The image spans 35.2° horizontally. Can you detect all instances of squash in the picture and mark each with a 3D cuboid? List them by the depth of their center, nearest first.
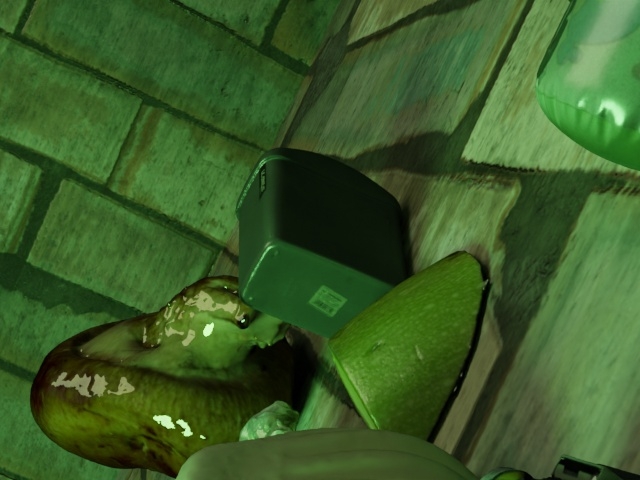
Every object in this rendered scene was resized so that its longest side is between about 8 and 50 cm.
[{"bbox_3d":[0.058,0.080,0.858,0.184,0.085,0.192,-65,13,1],"label":"squash"}]

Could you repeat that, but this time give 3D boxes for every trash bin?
[{"bbox_3d":[0.000,0.000,1.065,0.101,0.177,0.236,-59,16,25],"label":"trash bin"}]

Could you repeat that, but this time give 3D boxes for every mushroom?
[{"bbox_3d":[-0.165,0.148,1.225,0.345,0.346,0.259,-114,25,-75],"label":"mushroom"}]

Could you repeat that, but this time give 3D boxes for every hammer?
[{"bbox_3d":[0.211,-0.167,0.659,0.206,0.119,0.335,-61,5,15],"label":"hammer"}]

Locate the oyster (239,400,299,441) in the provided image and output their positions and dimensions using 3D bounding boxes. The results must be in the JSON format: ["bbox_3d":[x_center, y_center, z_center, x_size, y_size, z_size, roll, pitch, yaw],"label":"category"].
[{"bbox_3d":[-0.048,0.272,0.839,0.198,0.112,0.267,-60,19,15],"label":"oyster"}]

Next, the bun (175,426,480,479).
[{"bbox_3d":[-0.025,0.201,0.592,0.263,0.175,0.263,-41,13,12],"label":"bun"}]

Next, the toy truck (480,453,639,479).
[{"bbox_3d":[0.096,0.187,0.454,0.192,0.092,0.083,-59,11,-11],"label":"toy truck"}]
